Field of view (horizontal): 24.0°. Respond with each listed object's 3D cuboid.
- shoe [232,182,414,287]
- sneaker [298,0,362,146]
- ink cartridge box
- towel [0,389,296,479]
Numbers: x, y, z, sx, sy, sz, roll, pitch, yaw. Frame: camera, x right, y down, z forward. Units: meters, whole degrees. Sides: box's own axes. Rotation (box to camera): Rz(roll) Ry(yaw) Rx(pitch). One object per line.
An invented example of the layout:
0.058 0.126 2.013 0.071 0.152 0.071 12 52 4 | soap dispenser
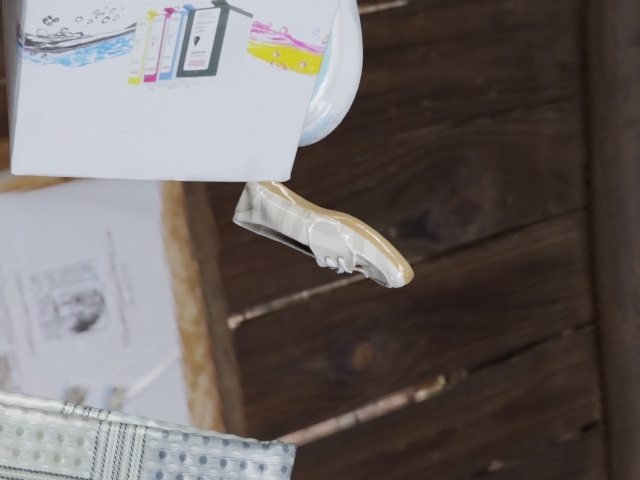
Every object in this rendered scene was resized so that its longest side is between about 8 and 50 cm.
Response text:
0.000 0.000 1.501 0.219 0.058 0.076 30 167 33 | shoe
-0.066 -0.252 1.107 0.135 0.150 0.366 -30 58 25 | sneaker
-0.084 -0.171 0.833 0.233 0.168 0.171 108 158 -45 | ink cartridge box
-0.203 0.294 1.254 0.056 0.324 0.312 129 150 -84 | towel
